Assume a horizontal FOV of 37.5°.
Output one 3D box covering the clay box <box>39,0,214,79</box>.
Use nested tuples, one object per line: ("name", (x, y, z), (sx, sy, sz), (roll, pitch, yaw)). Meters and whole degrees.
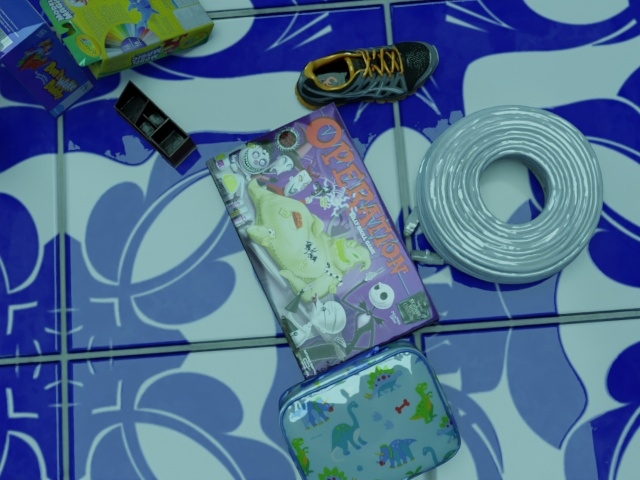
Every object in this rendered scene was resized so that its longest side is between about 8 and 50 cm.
("clay box", (-0.280, -0.316, 1.355), (0.222, 0.053, 0.127), (-27, 77, -32))

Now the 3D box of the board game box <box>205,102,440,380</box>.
("board game box", (0.000, 0.000, 1.332), (0.208, 0.056, 0.347), (-25, 79, -6))

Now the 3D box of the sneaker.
("sneaker", (0.068, -0.243, 1.360), (0.215, 0.083, 0.084), (-17, 77, -3))

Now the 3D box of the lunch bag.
("lunch bag", (0.062, 0.239, 1.245), (0.219, 0.090, 0.176), (-25, 94, -2))

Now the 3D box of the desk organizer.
("desk organizer", (-0.244, -0.170, 1.373), (0.130, 0.050, 0.047), (43, 83, 10))

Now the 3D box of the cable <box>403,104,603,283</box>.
("cable", (0.262, -0.067, 1.312), (0.257, 0.089, 0.257), (16, 80, 5))

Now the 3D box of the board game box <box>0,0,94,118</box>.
("board game box", (-0.484, -0.354, 1.327), (0.078, 0.233, 0.347), (-41, 80, -6))
